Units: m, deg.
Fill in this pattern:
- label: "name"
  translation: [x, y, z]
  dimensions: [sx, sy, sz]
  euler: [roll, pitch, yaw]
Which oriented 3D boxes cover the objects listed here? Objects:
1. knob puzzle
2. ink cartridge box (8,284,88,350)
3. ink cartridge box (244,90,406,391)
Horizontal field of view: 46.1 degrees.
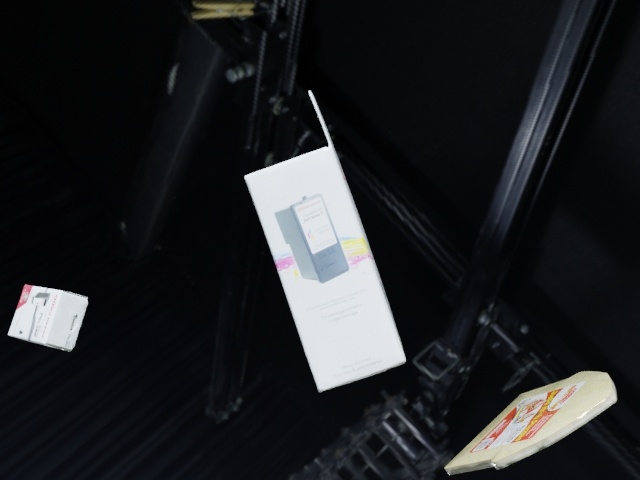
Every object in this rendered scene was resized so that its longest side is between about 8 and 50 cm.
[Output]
- label: "knob puzzle"
  translation: [0.255, 0.206, 0.844]
  dimensions: [0.030, 0.213, 0.213]
  euler: [58, -39, 5]
- label: "ink cartridge box"
  translation: [-0.484, 0.135, 1.335]
  dimensions: [0.135, 0.099, 0.056]
  euler: [2, -17, 41]
- label: "ink cartridge box"
  translation: [0.000, 0.000, 1.003]
  dimensions: [0.207, 0.119, 0.354]
  euler: [7, 64, -86]
